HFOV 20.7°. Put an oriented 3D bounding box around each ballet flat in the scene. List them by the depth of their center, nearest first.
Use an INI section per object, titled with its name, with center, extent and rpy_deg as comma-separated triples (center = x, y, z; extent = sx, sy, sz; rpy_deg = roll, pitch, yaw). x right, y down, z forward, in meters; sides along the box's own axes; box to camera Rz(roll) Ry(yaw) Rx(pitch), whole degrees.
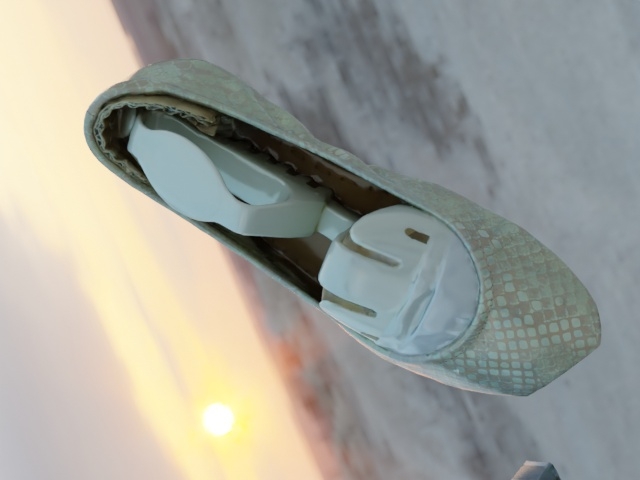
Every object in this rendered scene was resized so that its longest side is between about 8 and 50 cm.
[ballet flat]
center = 0.000, 0.000, 0.511
extent = 0.168, 0.057, 0.052
rpy_deg = 29, -159, 21

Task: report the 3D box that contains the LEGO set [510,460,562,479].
[LEGO set]
center = 0.155, 0.186, 0.509
extent = 0.331, 0.192, 0.255
rpy_deg = -15, 114, 53
